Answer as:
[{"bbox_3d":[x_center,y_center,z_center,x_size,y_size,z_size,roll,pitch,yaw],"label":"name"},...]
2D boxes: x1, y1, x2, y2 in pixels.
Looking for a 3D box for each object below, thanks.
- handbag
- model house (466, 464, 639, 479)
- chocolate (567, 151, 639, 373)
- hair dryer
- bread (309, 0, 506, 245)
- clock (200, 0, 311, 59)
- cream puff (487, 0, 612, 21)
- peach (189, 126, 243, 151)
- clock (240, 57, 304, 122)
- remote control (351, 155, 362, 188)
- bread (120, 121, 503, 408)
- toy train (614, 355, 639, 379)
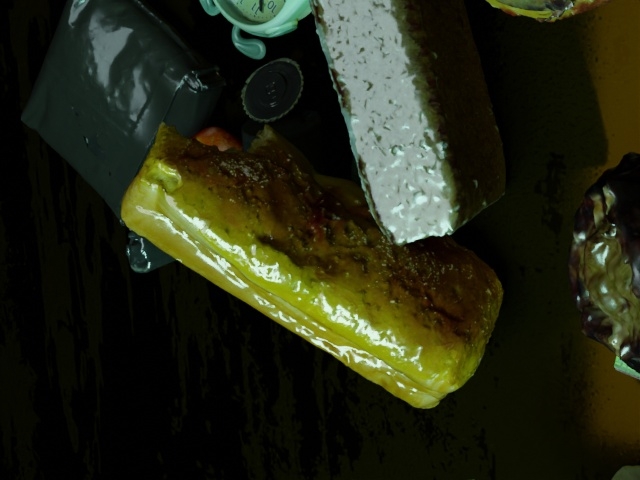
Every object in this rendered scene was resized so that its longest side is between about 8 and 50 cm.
[{"bbox_3d":[-0.237,-0.159,1.706,0.223,0.080,0.247,45,128,19],"label":"handbag"},{"bbox_3d":[0.288,0.295,1.287,0.280,0.312,0.245,-105,30,-48],"label":"model house"},{"bbox_3d":[0.281,0.028,1.247,0.206,0.177,0.224,-42,68,29],"label":"chocolate"},{"bbox_3d":[-0.098,-0.017,1.529,0.089,0.251,0.197,18,118,46],"label":"hair dryer"},{"bbox_3d":[0.065,-0.212,1.377,0.113,0.165,0.417,-13,96,29],"label":"bread"},{"bbox_3d":[-0.058,-0.287,1.529,0.148,0.060,0.188,52,130,13],"label":"clock"},{"bbox_3d":[0.195,-0.304,1.249,0.240,0.164,0.240,6,104,23],"label":"cream puff"},{"bbox_3d":[-0.114,-0.075,1.626,0.100,0.100,0.101,14,113,36],"label":"peach"},{"bbox_3d":[-0.050,-0.159,1.563,0.074,0.010,0.083,-27,49,13],"label":"clock"},{"bbox_3d":[0.064,0.003,1.536,0.072,0.042,0.222,9,110,36],"label":"remote control"},{"bbox_3d":[0.000,0.000,1.421,0.380,0.185,0.109,32,140,-8],"label":"bread"},{"bbox_3d":[0.339,0.112,1.348,0.148,0.038,0.071,22,117,34],"label":"toy train"}]
